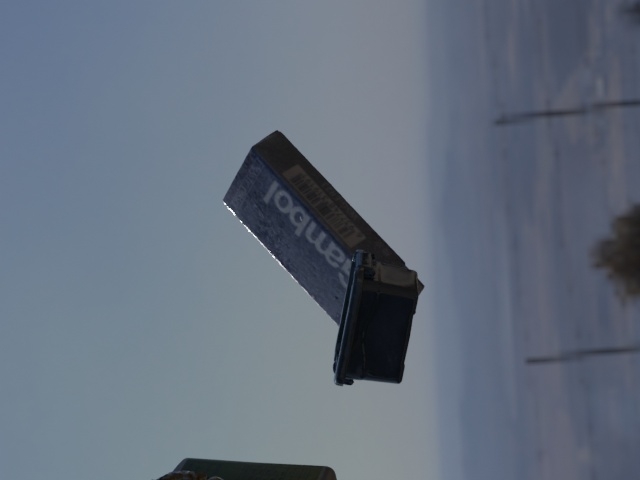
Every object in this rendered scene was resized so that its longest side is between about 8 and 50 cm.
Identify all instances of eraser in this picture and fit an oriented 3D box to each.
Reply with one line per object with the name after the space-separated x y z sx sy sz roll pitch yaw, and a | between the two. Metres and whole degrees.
0.000 0.000 1.777 0.212 0.046 0.092 47 139 14 | eraser

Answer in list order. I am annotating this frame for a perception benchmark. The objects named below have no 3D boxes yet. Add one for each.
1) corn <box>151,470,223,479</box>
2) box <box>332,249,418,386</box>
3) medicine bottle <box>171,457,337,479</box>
-0.083 0.280 1.225 0.322 0.119 0.119 -97 1 -54 | corn
0.044 0.063 1.444 0.074 0.054 0.099 -93 13 -71 | box
-0.078 0.243 1.457 0.088 0.188 0.132 -66 -28 -51 | medicine bottle
